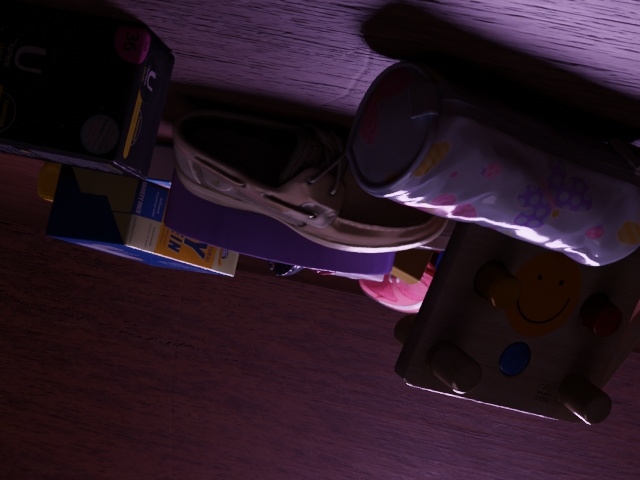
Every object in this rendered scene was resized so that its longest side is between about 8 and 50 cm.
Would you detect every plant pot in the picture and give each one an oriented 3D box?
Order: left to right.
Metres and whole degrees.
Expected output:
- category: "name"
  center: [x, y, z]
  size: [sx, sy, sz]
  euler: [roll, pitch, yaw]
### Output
- category: "plant pot"
  center: [0.117, 0.009, 2.214]
  size: [0.083, 0.081, 0.081]
  euler: [25, 173, -4]

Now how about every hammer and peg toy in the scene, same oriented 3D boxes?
- category: "hammer and peg toy"
  center: [0.266, 0.073, 1.584]
  size: [0.361, 0.266, 0.127]
  euler: [17, -168, -33]

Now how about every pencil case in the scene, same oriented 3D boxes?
- category: "pencil case"
  center: [0.156, -0.060, 1.257]
  size: [0.273, 0.113, 0.124]
  euler: [16, 165, -32]

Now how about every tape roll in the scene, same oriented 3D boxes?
- category: "tape roll"
  center: [-0.041, -0.035, 1.776]
  size: [0.274, 0.090, 0.275]
  euler: [12, -173, -2]

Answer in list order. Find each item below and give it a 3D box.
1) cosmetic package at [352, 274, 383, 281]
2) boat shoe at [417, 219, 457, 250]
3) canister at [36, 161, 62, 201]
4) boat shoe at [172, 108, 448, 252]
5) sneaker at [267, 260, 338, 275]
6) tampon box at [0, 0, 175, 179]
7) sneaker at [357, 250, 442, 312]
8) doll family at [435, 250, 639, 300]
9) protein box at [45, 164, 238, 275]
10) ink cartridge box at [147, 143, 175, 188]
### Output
- category: "cosmetic package"
  center: [0.000, 0.000, 2.332]
  size: [0.117, 0.085, 0.231]
  euler: [8, 175, 33]
- category: "boat shoe"
  center: [0.134, -0.030, 1.696]
  size: [0.227, 0.081, 0.079]
  euler: [3, -179, -38]
- category: "canister"
  center: [-0.353, -0.074, 2.416]
  size: [0.126, 0.073, 0.170]
  euler: [8, 171, 34]
- category: "boat shoe"
  center: [-0.011, -0.069, 1.583]
  size: [0.302, 0.109, 0.098]
  euler: [16, 158, 7]
- category: "sneaker"
  center: [0.014, -0.023, 2.029]
  size: [0.112, 0.121, 0.299]
  euler: [-17, -175, -22]
- category: "tampon box"
  center: [-0.227, -0.132, 1.334]
  size: [0.161, 0.120, 0.101]
  euler: [11, 175, 11]
- category: "sneaker"
  center: [0.177, 0.041, 2.376]
  size: [0.313, 0.116, 0.136]
  euler: [4, 155, 39]
- category: "doll family"
  center: [0.277, 0.015, 1.843]
  size: [0.263, 0.118, 0.163]
  euler: [-4, 154, 31]
- category: "protein box"
  center: [-0.245, -0.041, 2.173]
  size: [0.201, 0.136, 0.199]
  euler: [18, 172, -43]
- category: "ink cartridge box"
  center: [-0.156, -0.085, 1.981]
  size: [0.088, 0.052, 0.122]
  euler: [9, 172, 35]
